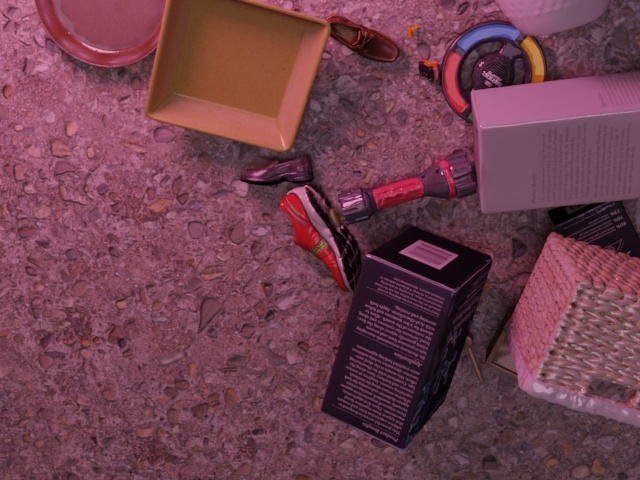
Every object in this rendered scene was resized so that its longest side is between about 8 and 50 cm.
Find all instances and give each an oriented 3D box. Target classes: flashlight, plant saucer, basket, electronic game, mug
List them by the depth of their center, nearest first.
[{"bbox_3d":[0.481,-0.590,1.657,0.374,0.276,0.328,-13,112,16],"label":"mug"},{"bbox_3d":[0.591,0.184,1.787,0.328,0.331,0.266,17,109,-1],"label":"basket"},{"bbox_3d":[-0.180,-0.376,1.839,0.333,0.081,0.332,13,128,-10],"label":"plant saucer"},{"bbox_3d":[0.374,-0.358,1.869,0.229,0.048,0.229,1,110,2],"label":"electronic game"},{"bbox_3d":[-0.463,-0.534,1.872,0.311,0.050,0.310,2,110,5],"label":"plant saucer"},{"bbox_3d":[0.192,-0.109,1.939,0.304,0.103,0.103,-17,141,5],"label":"flashlight"}]

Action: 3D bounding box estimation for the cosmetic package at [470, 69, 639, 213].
[{"bbox_3d":[0.555,-0.209,1.818,0.453,0.161,0.230,-5,129,6],"label":"cosmetic package"}]

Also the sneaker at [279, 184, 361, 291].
[{"bbox_3d":[0.000,0.000,2.016,0.118,0.107,0.279,-22,104,31],"label":"sneaker"}]

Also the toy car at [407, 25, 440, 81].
[{"bbox_3d":[0.231,-0.405,1.864,0.041,0.060,0.122,-27,116,-20],"label":"toy car"}]

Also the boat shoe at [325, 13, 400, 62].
[{"bbox_3d":[0.087,-0.429,1.861,0.178,0.060,0.064,25,109,-5],"label":"boat shoe"}]

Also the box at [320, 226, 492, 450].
[{"bbox_3d":[0.194,0.208,1.929,0.212,0.293,0.395,23,112,20],"label":"box"}]

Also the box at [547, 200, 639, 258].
[{"bbox_3d":[0.630,0.002,1.947,0.153,0.108,0.207,-27,106,13],"label":"box"}]

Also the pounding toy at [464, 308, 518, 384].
[{"bbox_3d":[0.431,0.258,2.067,0.206,0.094,0.181,25,115,5],"label":"pounding toy"}]

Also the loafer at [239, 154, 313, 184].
[{"bbox_3d":[-0.101,-0.160,1.979,0.170,0.062,0.061,-3,87,2],"label":"loafer"}]
